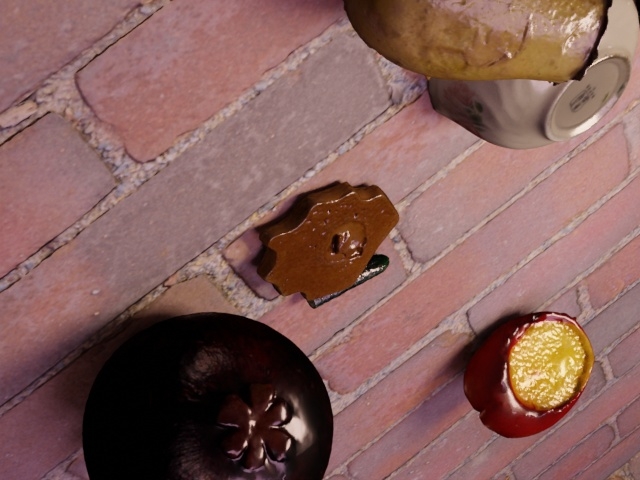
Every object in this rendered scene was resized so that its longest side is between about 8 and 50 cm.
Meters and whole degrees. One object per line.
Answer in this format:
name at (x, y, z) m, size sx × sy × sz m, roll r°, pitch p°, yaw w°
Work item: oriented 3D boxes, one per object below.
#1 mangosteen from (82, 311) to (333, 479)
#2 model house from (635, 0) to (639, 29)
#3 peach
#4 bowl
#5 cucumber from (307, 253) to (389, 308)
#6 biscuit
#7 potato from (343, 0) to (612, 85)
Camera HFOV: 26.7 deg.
mangosteen at (-0.147, 0.242, 1.655) m, size 0.307 × 0.307 × 0.347 m, roll -23°, pitch 178°, yaw -27°
model house at (0.472, -0.324, 1.643) m, size 0.239 × 0.173 × 0.268 m, roll -9°, pitch 125°, yaw -45°
peach at (0.353, 0.221, 2.263) m, size 0.226 × 0.190 × 0.196 m, roll -43°, pitch 141°, yaw 19°
bowl at (0.280, -0.215, 1.633) m, size 0.277 × 0.145 × 0.277 m, roll -30°, pitch 149°, yaw -20°
cucumber at (0.040, 0.051, 1.833) m, size 0.133 × 0.032 × 0.032 m, roll -26°, pitch 148°, yaw -20°
biscuit at (-0.001, -0.002, 1.709) m, size 0.215 × 0.034 × 0.182 m, roll 7°, pitch 124°, yaw -49°
potato at (0.144, -0.266, 1.372) m, size 0.266 × 0.229 × 0.229 m, roll 4°, pitch 131°, yaw -31°
